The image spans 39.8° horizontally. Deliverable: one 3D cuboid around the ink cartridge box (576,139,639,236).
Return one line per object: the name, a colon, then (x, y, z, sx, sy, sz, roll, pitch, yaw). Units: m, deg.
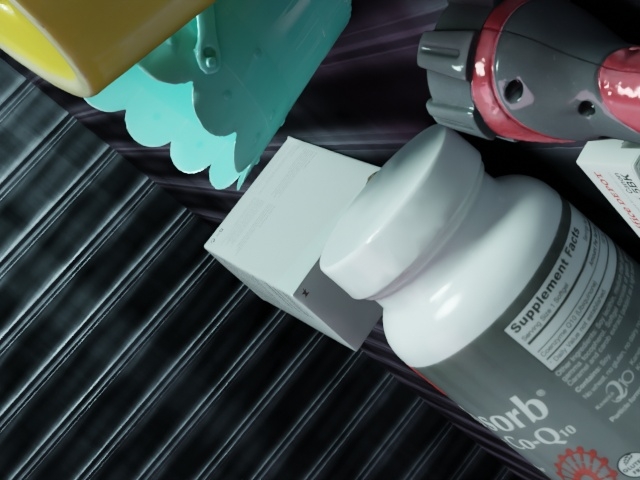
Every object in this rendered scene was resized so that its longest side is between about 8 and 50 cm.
ink cartridge box: (0.252, -0.038, 0.576, 0.099, 0.056, 0.135, 41, 168, -27)

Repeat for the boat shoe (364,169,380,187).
boat shoe: (0.173, 0.038, 1.001, 0.324, 0.116, 0.097, 44, 172, -17)

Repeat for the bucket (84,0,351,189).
bucket: (-0.122, -0.195, 0.750, 0.281, 0.183, 0.281, 35, 168, 8)

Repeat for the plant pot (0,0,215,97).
plant pot: (-0.114, -0.219, 0.481, 0.254, 0.239, 0.254, 35, 170, 7)

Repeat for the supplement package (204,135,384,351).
supplement package: (0.000, 0.000, 1.149, 0.203, 0.194, 0.149, 25, 165, 48)

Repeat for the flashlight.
flashlight: (0.192, -0.083, 0.475, 0.304, 0.103, 0.103, 22, 134, 48)

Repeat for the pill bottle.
pill bottle: (0.191, 0.071, 0.820, 0.363, 0.210, 0.210, 39, 169, -11)
